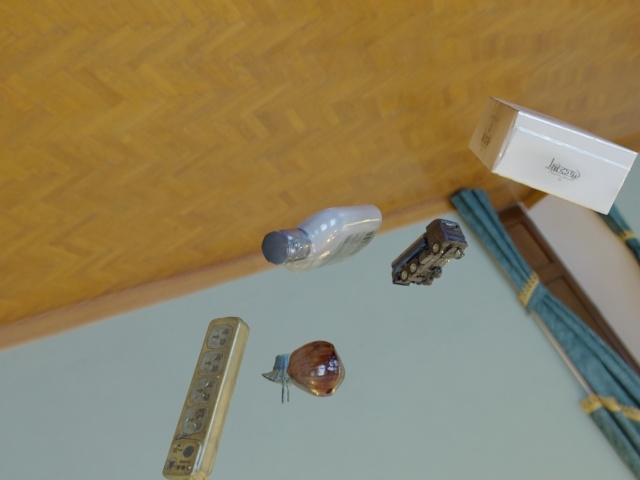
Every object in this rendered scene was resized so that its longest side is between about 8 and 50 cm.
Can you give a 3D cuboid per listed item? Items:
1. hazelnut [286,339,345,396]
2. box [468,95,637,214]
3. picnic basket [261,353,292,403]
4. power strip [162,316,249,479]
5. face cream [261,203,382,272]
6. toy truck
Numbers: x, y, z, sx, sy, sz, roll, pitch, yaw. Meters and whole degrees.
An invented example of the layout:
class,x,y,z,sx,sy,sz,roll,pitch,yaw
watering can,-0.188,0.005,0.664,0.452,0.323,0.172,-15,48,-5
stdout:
class,x,y,z,sx,sy,sz,roll,pitch,yaw
hazelnut,-0.007,0.178,0.953,0.086,0.086,0.086,-28,161,-11
box,0.368,-0.150,1.133,0.260,0.195,0.111,-75,-175,-75
picnic basket,-0.058,0.235,1.163,0.083,0.083,0.065,-4,164,0
power strip,-0.168,0.239,1.027,0.064,0.305,0.044,-7,141,25
face cream,0.000,0.000,1.161,0.144,0.071,0.291,-47,164,26
toy truck,0.225,0.034,1.460,0.074,0.088,0.201,11,141,-28
